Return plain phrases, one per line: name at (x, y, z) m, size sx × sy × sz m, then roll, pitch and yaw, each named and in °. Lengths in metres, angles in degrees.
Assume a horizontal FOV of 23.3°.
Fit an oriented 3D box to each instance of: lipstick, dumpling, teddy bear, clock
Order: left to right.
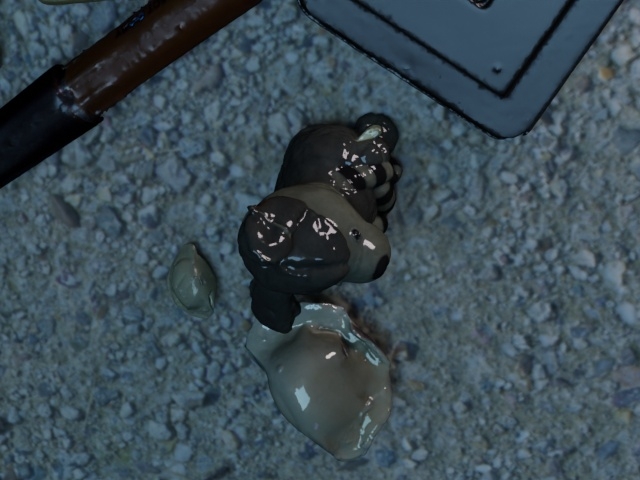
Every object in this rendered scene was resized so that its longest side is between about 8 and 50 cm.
lipstick at (-0.210, -0.177, 1.582) m, size 0.418 × 0.077 × 0.077 m, roll -33°, pitch 102°, yaw 22°
dumpling at (-0.143, 0.048, 1.684) m, size 0.059 × 0.043 × 0.077 m, roll -12°, pitch 115°, yaw 39°
teddy bear at (0.001, 0.002, 1.535) m, size 0.144 × 0.251 × 0.171 m, roll 19°, pitch 130°, yaw 6°
dumpling at (0.007, 0.143, 1.661) m, size 0.127 × 0.108 × 0.188 m, roll -34°, pitch 88°, yaw -2°
clock at (0.148, -0.264, 1.475) m, size 0.273 × 0.049 × 0.279 m, roll 32°, pitch 116°, yaw -1°

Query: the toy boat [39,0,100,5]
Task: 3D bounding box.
toy boat at (-0.203, -0.295, 1.509) m, size 0.188 × 0.061 × 0.116 m, roll -4°, pitch 81°, yaw 17°
